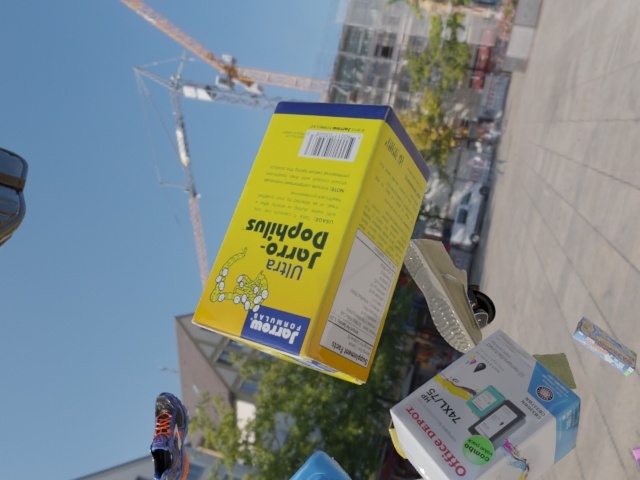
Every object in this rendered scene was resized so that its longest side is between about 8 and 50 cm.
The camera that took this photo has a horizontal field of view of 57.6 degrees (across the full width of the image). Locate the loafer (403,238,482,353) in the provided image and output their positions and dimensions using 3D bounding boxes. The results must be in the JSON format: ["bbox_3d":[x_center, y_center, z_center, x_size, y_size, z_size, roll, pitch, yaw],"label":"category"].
[{"bbox_3d":[0.272,0.106,1.226,0.269,0.092,0.102,64,158,11],"label":"loafer"}]

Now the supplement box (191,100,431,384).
[{"bbox_3d":[0.000,0.000,0.857,0.194,0.195,0.357,40,-115,-55],"label":"supplement box"}]

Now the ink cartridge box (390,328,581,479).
[{"bbox_3d":[0.303,0.350,1.080,0.270,0.198,0.197,-33,-45,-13],"label":"ink cartridge box"}]

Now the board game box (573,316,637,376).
[{"bbox_3d":[0.935,0.345,1.913,0.136,0.201,0.035,-25,-32,-57],"label":"board game box"}]

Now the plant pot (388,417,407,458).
[{"bbox_3d":[0.205,0.441,1.311,0.081,0.081,0.083,-35,-65,-72],"label":"plant pot"}]

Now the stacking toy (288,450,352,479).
[{"bbox_3d":[0.010,0.775,1.922,0.175,0.166,0.302,-47,-8,-2],"label":"stacking toy"}]

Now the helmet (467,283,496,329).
[{"bbox_3d":[0.513,0.239,2.010,0.161,0.169,0.169,49,-128,-52],"label":"helmet"}]

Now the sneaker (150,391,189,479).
[{"bbox_3d":[-0.370,0.480,1.414,0.087,0.083,0.221,35,-139,-67],"label":"sneaker"}]

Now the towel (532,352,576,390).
[{"bbox_3d":[0.647,0.368,1.619,0.027,0.148,0.110,-44,51,50],"label":"towel"}]

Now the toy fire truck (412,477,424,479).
[{"bbox_3d":[0.190,0.633,1.280,0.217,0.158,0.246,-93,-7,-47],"label":"toy fire truck"}]

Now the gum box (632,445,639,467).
[{"bbox_3d":[0.747,0.509,1.222,0.062,0.107,0.188,23,-133,-57],"label":"gum box"}]

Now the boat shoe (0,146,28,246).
[{"bbox_3d":[-0.476,-0.030,0.813,0.104,0.110,0.307,-59,23,17],"label":"boat shoe"}]
